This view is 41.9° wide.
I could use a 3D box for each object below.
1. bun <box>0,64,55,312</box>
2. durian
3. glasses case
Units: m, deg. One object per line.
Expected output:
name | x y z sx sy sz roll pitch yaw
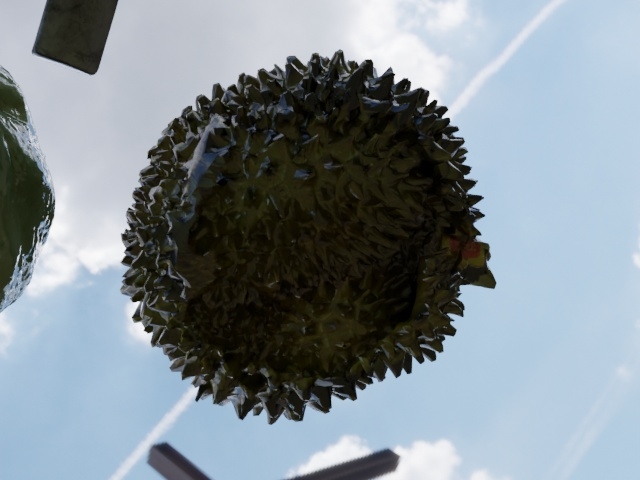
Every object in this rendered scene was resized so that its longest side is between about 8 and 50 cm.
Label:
bun | -0.233 -0.035 0.467 0.195 0.118 0.195 20 -117 -46
durian | -0.006 -0.010 0.621 0.293 0.258 0.258 -27 -52 -14
glasses case | -0.367 -0.419 1.317 0.114 0.060 0.299 15 -89 -48
